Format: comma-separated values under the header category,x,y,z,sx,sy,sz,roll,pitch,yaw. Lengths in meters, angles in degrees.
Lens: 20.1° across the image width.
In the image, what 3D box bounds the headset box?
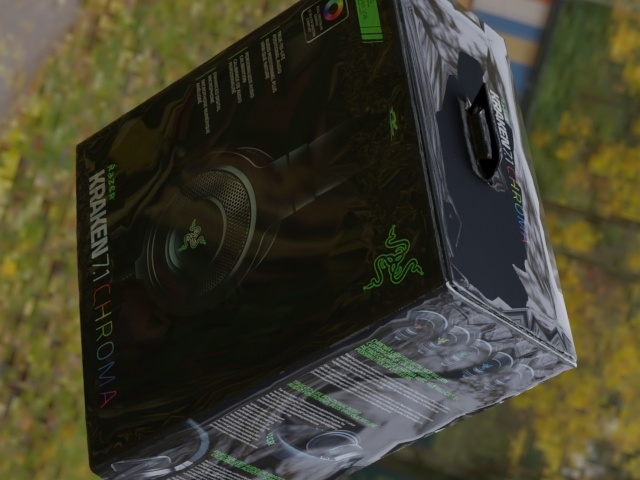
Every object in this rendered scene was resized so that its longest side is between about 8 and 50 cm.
category,x,y,z,sx,sy,sz,roll,pitch,yaw
headset box,0.000,0.000,1.082,0.283,0.131,0.246,-28,-129,29
